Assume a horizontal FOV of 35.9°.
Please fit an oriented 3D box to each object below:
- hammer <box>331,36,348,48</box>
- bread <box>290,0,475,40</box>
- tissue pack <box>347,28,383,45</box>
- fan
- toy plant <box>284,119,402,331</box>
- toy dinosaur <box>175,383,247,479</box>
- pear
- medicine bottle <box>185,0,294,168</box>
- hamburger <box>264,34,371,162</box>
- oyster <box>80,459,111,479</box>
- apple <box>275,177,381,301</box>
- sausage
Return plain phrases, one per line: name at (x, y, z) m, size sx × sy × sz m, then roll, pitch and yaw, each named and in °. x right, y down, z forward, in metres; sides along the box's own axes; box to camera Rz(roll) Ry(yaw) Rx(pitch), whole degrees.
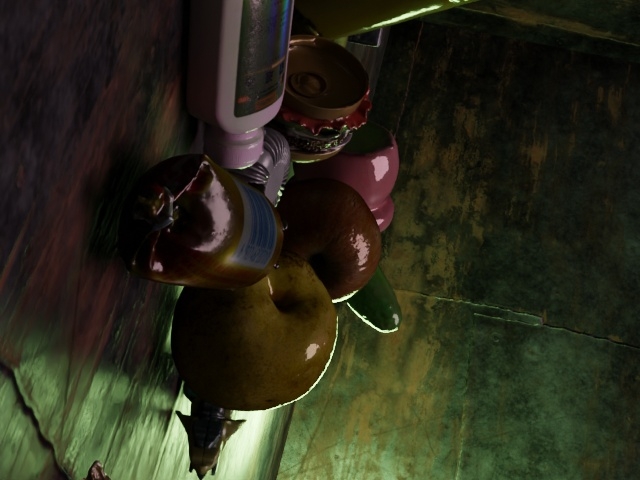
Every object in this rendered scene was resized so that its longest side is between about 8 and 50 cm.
hammer at (0.040, -0.432, 1.743) m, size 0.305 × 0.113 × 0.202 m, roll 104°, pitch 4°, yaw -56°
bread at (0.128, -0.401, 1.319) m, size 0.251 × 0.376 × 0.208 m, roll -47°, pitch 124°, yaw -47°
tissue pack at (0.078, -0.471, 1.964) m, size 0.051 × 0.112 × 0.156 m, roll -49°, pitch 150°, yaw -78°
fan at (-0.094, -0.110, 1.186) m, size 0.244 × 0.074 × 0.130 m, roll 83°, pitch 30°, yaw -60°
toy plant at (0.046, -0.037, 1.844) m, size 0.210 × 0.317 × 0.356 m, roll -16°, pitch 128°, yaw -44°
toy dinosaur at (-0.139, 0.203, 1.327) m, size 0.259 × 0.094 × 0.153 m, roll -90°, pitch -169°, yaw -76°
pear at (-0.083, 0.109, 1.159) m, size 0.197 × 0.197 × 0.197 m, roll 12°, pitch 90°, yaw -85°
medicine bottle at (-0.082, -0.179, 0.996) m, size 0.115 × 0.078 × 0.219 m, roll -38°, pitch 146°, yaw -45°
hamburger at (-0.021, -0.183, 1.335) m, size 0.137 × 0.175 × 0.175 m, roll 116°, pitch -7°, yaw -48°
oyster at (-0.222, 0.253, 0.902) m, size 0.083 × 0.038 × 0.081 m, roll -37°, pitch 120°, yaw -39°
apple at (0.000, 0.000, 1.668) m, size 0.188 × 0.211 × 0.211 m, roll -72°, pitch 172°, yaw -59°
sausage at (-0.118, -0.013, 0.899) m, size 0.117 × 0.125 × 0.317 m, roll 58°, pitch 4°, yaw 8°
